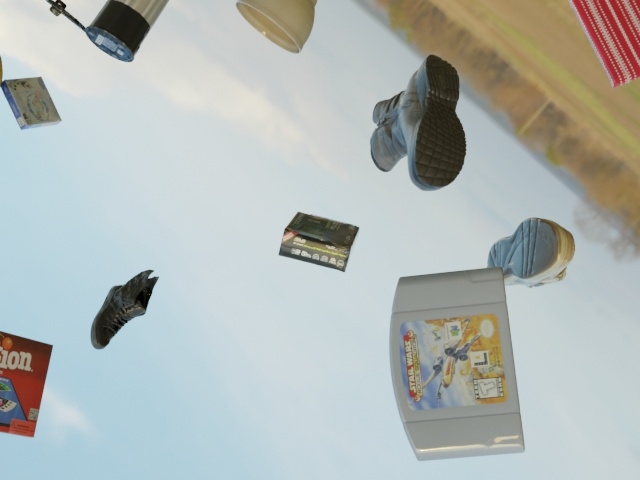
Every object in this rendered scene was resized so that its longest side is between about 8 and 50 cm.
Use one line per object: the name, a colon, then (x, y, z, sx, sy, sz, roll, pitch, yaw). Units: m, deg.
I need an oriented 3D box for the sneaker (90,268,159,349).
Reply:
sneaker: (-0.377, 0.134, 1.941, 0.051, 0.089, 0.170, 58, -141, -45)

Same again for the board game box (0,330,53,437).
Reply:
board game box: (-0.513, 0.189, 1.433, 0.027, 0.145, 0.281, -4, 161, 37)

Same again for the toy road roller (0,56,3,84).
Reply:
toy road roller: (-0.663, -0.235, 1.694, 0.240, 0.330, 0.202, 18, -148, 25)

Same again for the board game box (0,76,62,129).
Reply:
board game box: (-0.509, -0.242, 1.768, 0.090, 0.020, 0.090, -23, -93, -58)

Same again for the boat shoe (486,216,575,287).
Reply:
boat shoe: (0.433, 0.030, 1.980, 0.110, 0.122, 0.341, 9, 172, -9)

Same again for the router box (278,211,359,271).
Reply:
router box: (0.000, 0.000, 1.354, 0.092, 0.038, 0.122, 15, -165, 4)

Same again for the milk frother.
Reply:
milk frother: (-0.319, -0.364, 1.522, 0.143, 0.135, 0.129, 39, 160, -31)

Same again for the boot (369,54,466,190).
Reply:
boot: (0.186, -0.194, 2.043, 0.118, 0.222, 0.338, 27, -130, -20)

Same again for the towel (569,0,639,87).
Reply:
towel: (0.583, -0.402, 1.750, 0.199, 0.274, 0.031, 64, 171, 7)

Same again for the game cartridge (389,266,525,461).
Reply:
game cartridge: (0.210, 0.197, 1.603, 0.062, 0.198, 0.297, 77, -173, -77)

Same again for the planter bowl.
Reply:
planter bowl: (-0.074, -0.466, 2.010, 0.162, 0.109, 0.162, 36, 176, 3)
